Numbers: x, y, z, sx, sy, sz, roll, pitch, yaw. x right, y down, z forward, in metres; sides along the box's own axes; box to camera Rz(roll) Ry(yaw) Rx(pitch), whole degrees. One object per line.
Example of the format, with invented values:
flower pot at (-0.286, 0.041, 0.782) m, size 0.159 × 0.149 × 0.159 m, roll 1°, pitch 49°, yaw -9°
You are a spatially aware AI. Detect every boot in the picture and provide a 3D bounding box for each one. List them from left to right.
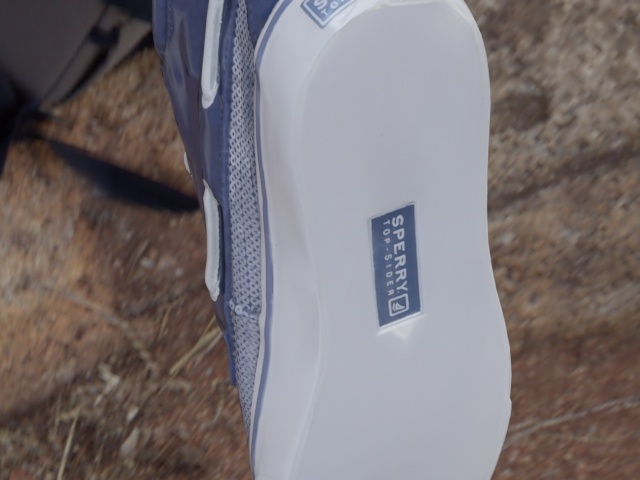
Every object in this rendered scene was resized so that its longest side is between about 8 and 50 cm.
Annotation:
boot at (0.000, 0.000, 0.483) m, size 0.069 × 0.190 × 0.086 m, roll -16°, pitch 39°, yaw -23°
